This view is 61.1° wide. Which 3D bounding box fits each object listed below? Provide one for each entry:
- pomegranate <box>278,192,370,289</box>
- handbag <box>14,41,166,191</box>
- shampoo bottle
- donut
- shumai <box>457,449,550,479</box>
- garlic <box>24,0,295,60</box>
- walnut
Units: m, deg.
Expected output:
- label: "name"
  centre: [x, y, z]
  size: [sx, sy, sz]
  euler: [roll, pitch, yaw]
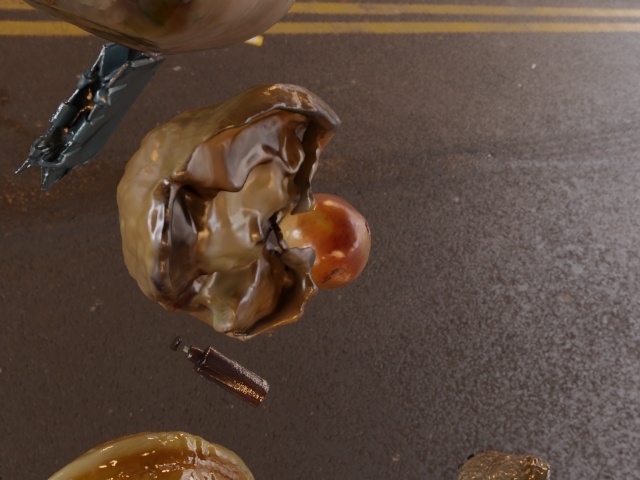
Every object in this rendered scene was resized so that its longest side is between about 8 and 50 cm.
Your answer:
- label: "pomegranate"
  centre: [0.006, -0.003, 1.154]
  size: [0.208, 0.209, 0.209]
  euler: [10, 47, -11]
- label: "handbag"
  centre: [-0.327, -0.185, 0.771]
  size: [0.062, 0.229, 0.179]
  euler: [39, 20, -16]
- label: "shampoo bottle"
  centre: [-0.221, 0.282, 1.181]
  size: [0.236, 0.068, 0.067]
  euler: [35, 49, -15]
- label: "donut"
  centre: [-0.301, 0.503, 0.854]
  size: [0.448, 0.450, 0.198]
  euler: [-12, 24, -28]
- label: "shumai"
  centre: [0.292, 0.402, 0.843]
  size: [0.145, 0.145, 0.116]
  euler: [-44, 113, -41]
- label: "garlic"
  centre: [-0.157, -0.267, 0.440]
  size: [0.322, 0.241, 0.322]
  euler: [42, 9, -8]
- label: "walnut"
  centre: [-0.090, -0.025, 0.469]
  size: [0.141, 0.238, 0.204]
  euler: [28, 35, 29]
